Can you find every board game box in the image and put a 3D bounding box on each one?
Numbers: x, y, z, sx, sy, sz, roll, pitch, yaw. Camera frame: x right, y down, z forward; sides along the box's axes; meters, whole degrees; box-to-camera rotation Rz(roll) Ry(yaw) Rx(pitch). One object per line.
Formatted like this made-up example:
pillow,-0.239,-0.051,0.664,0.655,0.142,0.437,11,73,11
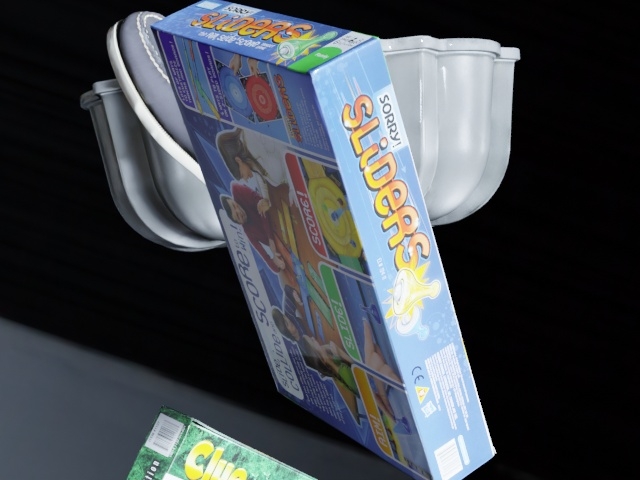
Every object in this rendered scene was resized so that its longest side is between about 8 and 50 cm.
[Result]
board game box,-0.043,0.201,0.869,0.259,0.030,0.136,38,77,-51
board game box,0.000,0.000,0.619,0.136,0.035,0.201,25,-41,53

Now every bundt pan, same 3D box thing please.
bundt pan,-0.010,-0.062,1.059,0.331,0.330,0.124,141,-57,-89

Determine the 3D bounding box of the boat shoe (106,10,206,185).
boat shoe,-0.033,-0.054,0.751,0.065,0.206,0.075,-45,165,27
